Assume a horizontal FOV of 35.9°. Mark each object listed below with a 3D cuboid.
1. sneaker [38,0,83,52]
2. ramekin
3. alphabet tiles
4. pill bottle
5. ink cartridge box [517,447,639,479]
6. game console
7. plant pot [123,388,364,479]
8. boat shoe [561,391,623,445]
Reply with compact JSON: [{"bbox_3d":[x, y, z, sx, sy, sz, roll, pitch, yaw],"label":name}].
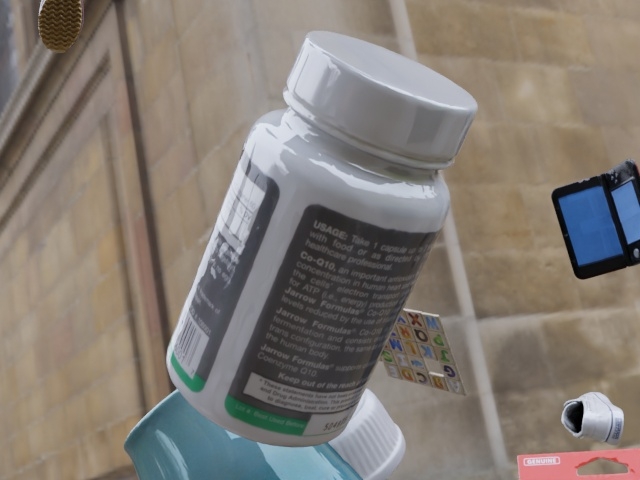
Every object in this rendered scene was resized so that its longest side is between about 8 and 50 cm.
[{"bbox_3d":[-0.391,-0.382,1.502,0.069,0.186,0.084,5,24,-10],"label":"sneaker"},{"bbox_3d":[0.023,0.322,1.590,0.207,0.109,0.207,-24,17,8],"label":"ramekin"},{"bbox_3d":[0.165,0.208,1.949,0.237,0.198,0.009,8,40,43],"label":"alphabet tiles"},{"bbox_3d":[0.000,0.000,0.951,0.204,0.204,0.361,3,-61,-43],"label":"pill bottle"},{"bbox_3d":[0.442,0.405,1.507,0.275,0.239,0.060,-6,-47,11],"label":"ink cartridge box"},{"bbox_3d":[0.410,-0.029,1.421,0.085,0.144,0.124,-13,-10,-13],"label":"game console"},{"bbox_3d":[-0.113,0.312,1.301,0.271,0.255,0.272,-37,-14,-11],"label":"plant pot"},{"bbox_3d":[0.506,0.334,1.896,0.084,0.095,0.258,11,-7,1],"label":"boat shoe"}]
